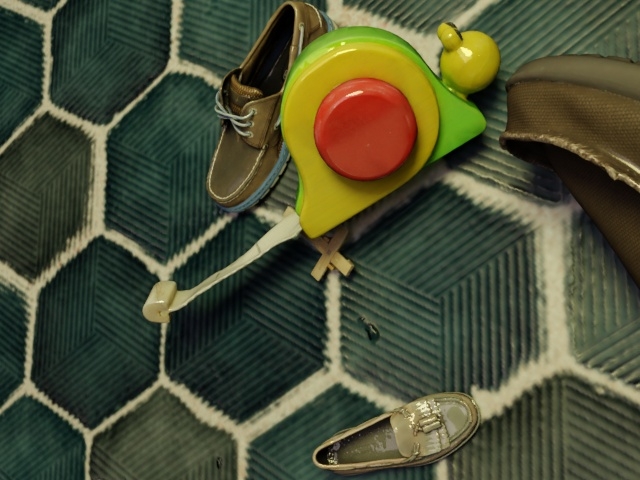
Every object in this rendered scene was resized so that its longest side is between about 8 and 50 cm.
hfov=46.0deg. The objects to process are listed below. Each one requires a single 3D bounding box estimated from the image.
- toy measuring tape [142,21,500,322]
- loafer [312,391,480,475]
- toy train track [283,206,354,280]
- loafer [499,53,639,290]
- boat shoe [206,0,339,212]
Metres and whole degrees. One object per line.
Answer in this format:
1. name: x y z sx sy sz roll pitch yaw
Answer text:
1. toy measuring tape: -0.024 -0.061 0.551 0.330 0.121 0.121 -31 68 15
2. loafer: 0.052 0.141 0.534 0.125 0.039 0.045 -26 70 25
3. toy train track: 0.000 0.000 0.602 0.083 0.014 0.048 43 111 34
4. loafer: 0.229 0.025 0.394 0.366 0.133 0.130 40 103 28
5. boat shoe: -0.054 -0.111 0.617 0.066 0.066 0.183 29 97 30
